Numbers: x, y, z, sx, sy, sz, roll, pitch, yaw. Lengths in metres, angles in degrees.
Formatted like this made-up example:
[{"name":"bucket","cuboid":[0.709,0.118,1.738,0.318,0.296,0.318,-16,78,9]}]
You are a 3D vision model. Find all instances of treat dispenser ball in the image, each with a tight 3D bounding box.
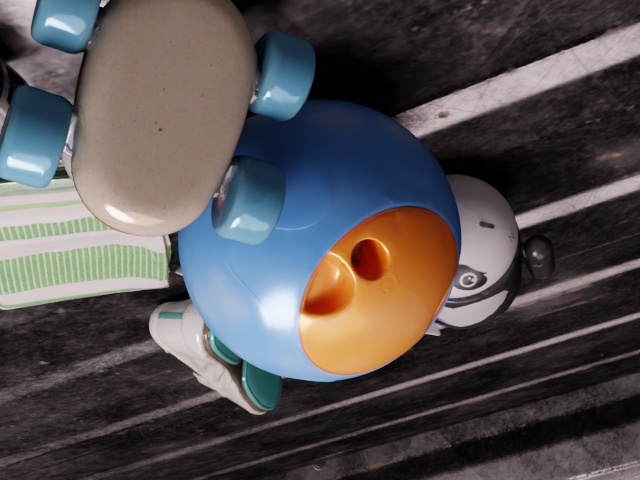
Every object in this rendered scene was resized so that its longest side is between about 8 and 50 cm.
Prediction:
[{"name":"treat dispenser ball","cuboid":[0.000,0.000,0.888,0.288,0.288,0.288,-11,156,-5]}]

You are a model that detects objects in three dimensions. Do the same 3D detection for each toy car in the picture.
[{"name":"toy car","cuboid":[-0.161,-0.109,0.760,0.219,0.210,0.238,15,175,-25]}]

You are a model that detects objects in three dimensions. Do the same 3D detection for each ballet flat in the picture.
[{"name":"ballet flat","cuboid":[-0.172,0.188,1.447,0.139,0.139,0.400,-16,152,6]}]

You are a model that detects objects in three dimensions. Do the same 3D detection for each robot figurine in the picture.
[{"name":"robot figurine","cuboid":[0.186,0.024,1.172,0.209,0.173,0.278,-35,155,-1]}]

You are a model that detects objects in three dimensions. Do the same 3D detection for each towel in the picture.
[{"name":"towel","cuboid":[-0.302,-0.002,1.042,0.248,0.038,0.325,-7,156,-11]}]

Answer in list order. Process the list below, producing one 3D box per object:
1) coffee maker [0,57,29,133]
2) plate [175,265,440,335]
[{"name":"coffee maker","cuboid":[-0.332,-0.135,0.666,0.171,0.120,0.178,9,156,8]},{"name":"plate","cuboid":[-0.017,0.068,1.192,0.277,0.045,0.278,12,-179,-40]}]
